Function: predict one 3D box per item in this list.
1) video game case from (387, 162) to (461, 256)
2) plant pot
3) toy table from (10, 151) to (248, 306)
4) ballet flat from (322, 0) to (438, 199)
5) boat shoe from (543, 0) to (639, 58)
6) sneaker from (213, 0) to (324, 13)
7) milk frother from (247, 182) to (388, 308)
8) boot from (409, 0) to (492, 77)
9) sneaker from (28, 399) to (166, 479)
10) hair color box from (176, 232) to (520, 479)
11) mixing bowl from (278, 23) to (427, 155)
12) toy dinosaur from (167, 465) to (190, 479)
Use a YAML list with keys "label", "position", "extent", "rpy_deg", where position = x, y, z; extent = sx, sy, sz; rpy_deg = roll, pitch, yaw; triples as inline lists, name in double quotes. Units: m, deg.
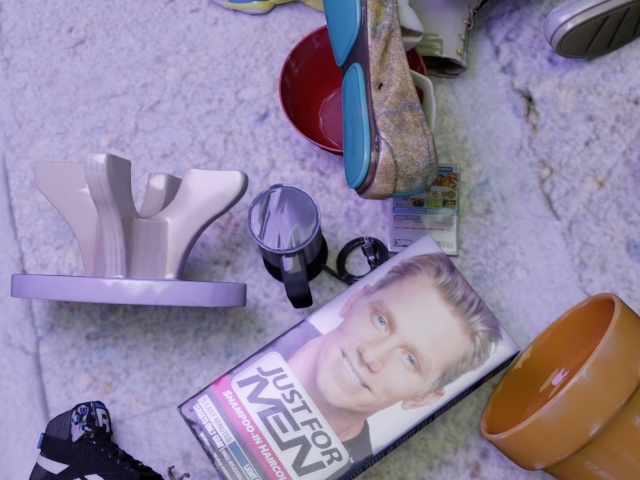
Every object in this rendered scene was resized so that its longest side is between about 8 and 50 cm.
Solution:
- label: "video game case"
  position: [0.131, -0.041, 1.118]
  extent: [0.087, 0.011, 0.122]
  rpy_deg: [3, 72, 6]
- label: "plant pot"
  position: [0.308, 0.192, 0.943]
  extent: [0.188, 0.205, 0.205]
  rpy_deg: [42, 79, -1]
- label: "toy table"
  position: [-0.218, -0.008, 1.027]
  extent: [0.274, 0.252, 0.161]
  rpy_deg: [3, 88, -2]
- label: "ballet flat"
  position: [0.073, -0.209, 1.031]
  extent: [0.123, 0.123, 0.348]
  rpy_deg: [-7, 71, 2]
- label: "boat shoe"
  position: [0.404, -0.331, 1.146]
  extent: [0.302, 0.113, 0.103]
  rpy_deg: [-25, 70, -15]
- label: "sneaker"
  position: [-0.049, -0.368, 1.178]
  extent: [0.240, 0.126, 0.091]
  rpy_deg: [2, 72, 5]
- label: "milk frother"
  position: [0.000, 0.000, 1.050]
  extent: [0.143, 0.135, 0.129]
  rpy_deg: [-27, 73, -5]
- label: "boot"
  position: [0.196, -0.297, 1.164]
  extent: [0.213, 0.077, 0.165]
  rpy_deg: [1, 73, 7]
- label: "sneaker"
  position: [-0.236, 0.240, 0.992]
  extent: [0.217, 0.079, 0.121]
  rpy_deg: [-4, 72, 25]
- label: "hair color box"
  position: [0.033, 0.164, 1.010]
  extent: [0.347, 0.105, 0.174]
  rpy_deg: [-35, 73, -8]
- label: "mixing bowl"
  position: [0.042, -0.174, 1.123]
  extent: [0.181, 0.098, 0.181]
  rpy_deg: [-1, 71, 4]
- label: "toy dinosaur"
  position: [-0.168, 0.326, 1.010]
  extent: [0.092, 0.053, 0.183]
  rpy_deg: [-30, 64, 10]
